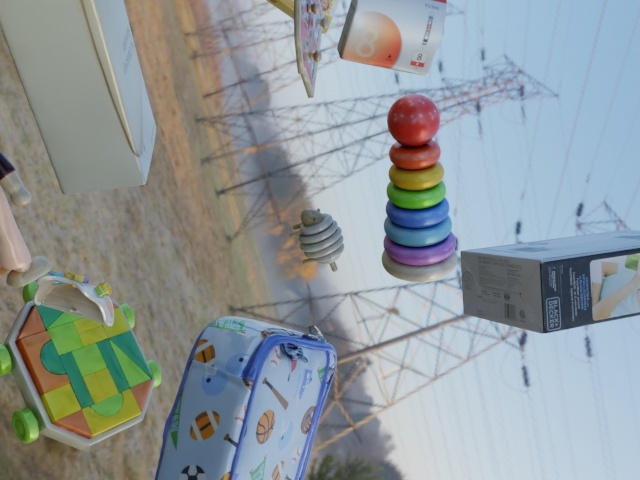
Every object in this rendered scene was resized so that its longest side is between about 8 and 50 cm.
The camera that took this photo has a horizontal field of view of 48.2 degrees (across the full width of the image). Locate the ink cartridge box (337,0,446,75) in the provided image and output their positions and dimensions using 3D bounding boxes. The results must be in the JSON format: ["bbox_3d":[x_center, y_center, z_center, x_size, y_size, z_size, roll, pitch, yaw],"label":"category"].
[{"bbox_3d":[0.118,-0.338,1.041,0.045,0.145,0.179,-105,-153,-50],"label":"ink cartridge box"}]

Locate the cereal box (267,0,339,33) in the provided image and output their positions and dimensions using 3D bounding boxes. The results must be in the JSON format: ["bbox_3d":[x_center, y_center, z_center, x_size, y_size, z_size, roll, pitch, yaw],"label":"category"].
[{"bbox_3d":[-0.016,-0.558,1.416,0.173,0.240,0.047,25,-6,-39],"label":"cereal box"}]

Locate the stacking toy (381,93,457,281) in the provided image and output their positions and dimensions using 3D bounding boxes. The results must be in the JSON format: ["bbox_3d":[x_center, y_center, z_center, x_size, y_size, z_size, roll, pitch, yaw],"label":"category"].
[{"bbox_3d":[0.173,-0.097,1.266,0.141,0.141,0.330,-117,-160,-61],"label":"stacking toy"}]

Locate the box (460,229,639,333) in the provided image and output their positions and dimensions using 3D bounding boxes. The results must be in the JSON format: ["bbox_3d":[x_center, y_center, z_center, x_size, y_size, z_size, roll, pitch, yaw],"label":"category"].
[{"bbox_3d":[0.348,0.045,0.928,0.169,0.290,0.087,-172,-103,-68],"label":"box"}]

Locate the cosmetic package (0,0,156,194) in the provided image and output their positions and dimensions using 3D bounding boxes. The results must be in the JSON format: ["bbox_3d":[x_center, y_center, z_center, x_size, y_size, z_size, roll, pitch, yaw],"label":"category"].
[{"bbox_3d":[-0.293,-0.229,0.868,0.160,0.113,0.309,-98,-179,-50],"label":"cosmetic package"}]

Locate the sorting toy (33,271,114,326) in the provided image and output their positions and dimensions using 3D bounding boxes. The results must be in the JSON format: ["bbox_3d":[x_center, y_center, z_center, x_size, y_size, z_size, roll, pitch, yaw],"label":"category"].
[{"bbox_3d":[-0.254,0.052,0.734,0.075,0.083,0.045,101,6,-75],"label":"sorting toy"}]

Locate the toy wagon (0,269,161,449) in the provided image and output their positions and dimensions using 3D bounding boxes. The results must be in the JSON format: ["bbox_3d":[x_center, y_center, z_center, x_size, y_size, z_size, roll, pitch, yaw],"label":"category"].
[{"bbox_3d":[-0.438,0.185,1.255,0.068,0.267,0.344,-33,-100,40],"label":"toy wagon"}]

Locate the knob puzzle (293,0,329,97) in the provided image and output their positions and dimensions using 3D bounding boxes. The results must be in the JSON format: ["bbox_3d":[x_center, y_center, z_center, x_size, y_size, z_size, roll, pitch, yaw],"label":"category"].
[{"bbox_3d":[-0.013,-0.364,1.205,0.213,0.030,0.213,4,90,-79],"label":"knob puzzle"}]

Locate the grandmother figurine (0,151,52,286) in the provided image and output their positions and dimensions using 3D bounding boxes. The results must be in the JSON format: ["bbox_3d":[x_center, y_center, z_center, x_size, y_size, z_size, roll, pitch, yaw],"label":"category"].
[{"bbox_3d":[-0.526,-0.093,1.069,0.104,0.207,0.342,-80,167,-57],"label":"grandmother figurine"}]

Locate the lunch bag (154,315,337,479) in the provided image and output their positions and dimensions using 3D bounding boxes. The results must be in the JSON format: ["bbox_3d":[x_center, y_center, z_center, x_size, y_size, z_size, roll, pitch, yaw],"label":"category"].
[{"bbox_3d":[-0.081,0.241,0.880,0.243,0.115,0.303,30,77,-61],"label":"lunch bag"}]

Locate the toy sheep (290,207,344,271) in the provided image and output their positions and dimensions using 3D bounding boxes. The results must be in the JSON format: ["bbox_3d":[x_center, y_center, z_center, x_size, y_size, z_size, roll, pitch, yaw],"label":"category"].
[{"bbox_3d":[0.000,0.000,1.306,0.132,0.091,0.091,64,-1,-24],"label":"toy sheep"}]
